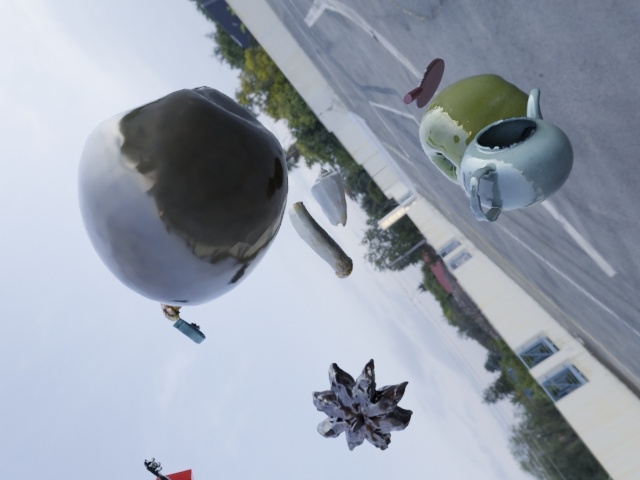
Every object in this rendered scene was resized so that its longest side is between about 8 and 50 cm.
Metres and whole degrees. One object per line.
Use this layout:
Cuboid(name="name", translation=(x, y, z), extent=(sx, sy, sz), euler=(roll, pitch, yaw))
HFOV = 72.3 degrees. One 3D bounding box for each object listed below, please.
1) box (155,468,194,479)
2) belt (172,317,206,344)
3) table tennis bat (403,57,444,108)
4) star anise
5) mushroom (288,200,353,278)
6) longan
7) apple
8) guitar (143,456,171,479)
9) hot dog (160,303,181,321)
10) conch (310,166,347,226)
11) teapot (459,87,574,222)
Cuboid(name="box", translation=(-0.399, 0.725, 1.229), extent=(0.048, 0.100, 0.152), euler=(-132, 35, -65))
Cuboid(name="belt", translation=(-0.582, 0.387, 1.926), extent=(0.100, 0.065, 0.179), euler=(36, 166, 46))
Cuboid(name="table tennis bat", translation=(0.421, -0.615, 1.756), extent=(0.038, 0.201, 0.310), euler=(31, -132, 21))
Cuboid(name="star anise", translation=(0.091, 0.398, 1.004), extent=(0.223, 0.236, 0.109), euler=(30, -158, -3))
Cuboid(name="mushroom", translation=(0.000, 0.000, 1.689), extent=(0.351, 0.095, 0.123), euler=(51, -152, -12))
Cuboid(name="longan", translation=(-0.180, -0.071, 0.615), extent=(0.288, 0.288, 0.350), euler=(45, -163, -30))
Cuboid(name="apple", translation=(0.383, -0.273, 1.087), extent=(0.279, 0.279, 0.279), euler=(49, -168, -14))
Cuboid(name="guitar", translation=(-0.359, 0.626, 1.104), extent=(0.083, 0.038, 0.271), euler=(14, 136, 49))
Cuboid(name="hot dog", translation=(-0.613, 0.252, 1.773), extent=(0.076, 0.105, 0.250), euler=(12, -172, -26))
Cuboid(name="conch", translation=(0.032, -0.121, 1.227), extent=(0.176, 0.104, 0.094), euler=(60, -152, -3))
Cuboid(name="teapot", translation=(0.348, -0.147, 0.797), extent=(0.193, 0.294, 0.130), euler=(9, 138, 48))
